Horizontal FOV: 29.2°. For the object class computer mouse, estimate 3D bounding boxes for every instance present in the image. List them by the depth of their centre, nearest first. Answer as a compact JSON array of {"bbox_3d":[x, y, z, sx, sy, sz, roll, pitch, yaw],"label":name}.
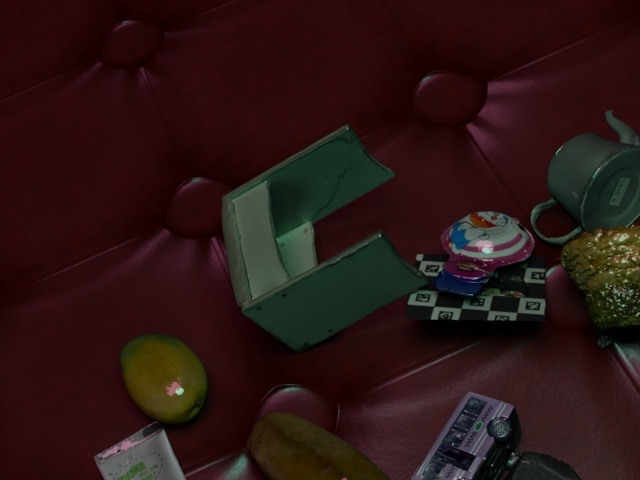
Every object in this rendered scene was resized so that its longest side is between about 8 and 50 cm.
[{"bbox_3d":[0.289,0.392,1.719,0.122,0.073,0.217,33,59,18],"label":"computer mouse"}]

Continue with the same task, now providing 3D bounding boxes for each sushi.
[{"bbox_3d":[0.251,0.094,1.964,0.215,0.050,0.192,1,31,10],"label":"sushi"}]

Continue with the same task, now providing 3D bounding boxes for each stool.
[{"bbox_3d":[0.000,0.000,1.987,0.270,0.170,0.243,-29,49,18],"label":"stool"}]

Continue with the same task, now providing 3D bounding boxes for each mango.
[{"bbox_3d":[-0.259,0.219,1.997,0.195,0.092,0.130,28,66,41],"label":"mango"}]

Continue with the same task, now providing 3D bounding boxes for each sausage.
[{"bbox_3d":[0.067,0.399,1.747,0.501,0.123,0.136,42,105,35],"label":"sausage"}]

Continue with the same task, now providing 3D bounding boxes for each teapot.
[{"bbox_3d":[0.433,-0.100,2.014,0.149,0.162,0.239,41,102,44],"label":"teapot"}]

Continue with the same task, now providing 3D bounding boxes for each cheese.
[{"bbox_3d":[0.258,0.017,1.983,0.155,0.062,0.244,13,36,25],"label":"cheese"}]

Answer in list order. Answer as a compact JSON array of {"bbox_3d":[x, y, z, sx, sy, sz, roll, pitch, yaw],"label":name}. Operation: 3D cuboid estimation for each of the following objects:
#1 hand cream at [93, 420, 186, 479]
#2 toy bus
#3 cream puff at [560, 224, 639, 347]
[{"bbox_3d":[-0.240,0.414,1.864,0.121,0.076,0.336,-28,45,-9],"label":"hand cream"},{"bbox_3d":[0.210,0.322,1.781,0.108,0.096,0.199,20,59,32],"label":"toy bus"},{"bbox_3d":[0.459,0.075,1.876,0.183,0.183,0.169,-5,76,12],"label":"cream puff"}]
